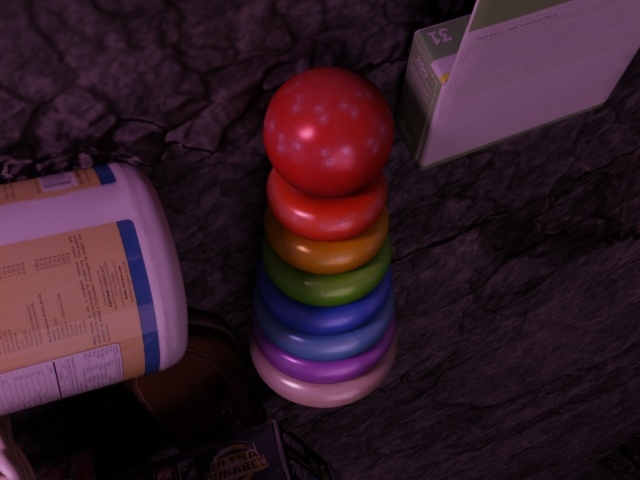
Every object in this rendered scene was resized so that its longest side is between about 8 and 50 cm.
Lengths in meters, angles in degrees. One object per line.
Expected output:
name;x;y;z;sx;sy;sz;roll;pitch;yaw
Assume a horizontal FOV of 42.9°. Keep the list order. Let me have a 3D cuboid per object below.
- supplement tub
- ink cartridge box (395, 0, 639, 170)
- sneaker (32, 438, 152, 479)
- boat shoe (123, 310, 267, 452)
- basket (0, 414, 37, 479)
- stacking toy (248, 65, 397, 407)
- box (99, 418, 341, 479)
supplement tub;-0.198;0.036;0.520;0.200;0.144;0.144;-14;149;-20
ink cartridge box;0.150;-0.145;0.556;0.171;0.056;0.235;-20;158;-10
sneaker;-0.275;0.322;0.987;0.145;0.090;0.270;-17;150;-6
boat shoe;-0.112;0.168;0.841;0.111;0.104;0.307;-27;151;3
basket;-0.333;0.271;0.534;0.267;0.331;0.328;-7;124;-34
stacking toy;0.000;0.000;0.652;0.141;0.141;0.330;-18;143;-13
box;-0.136;0.298;0.864;0.296;0.073;0.293;-21;150;4
